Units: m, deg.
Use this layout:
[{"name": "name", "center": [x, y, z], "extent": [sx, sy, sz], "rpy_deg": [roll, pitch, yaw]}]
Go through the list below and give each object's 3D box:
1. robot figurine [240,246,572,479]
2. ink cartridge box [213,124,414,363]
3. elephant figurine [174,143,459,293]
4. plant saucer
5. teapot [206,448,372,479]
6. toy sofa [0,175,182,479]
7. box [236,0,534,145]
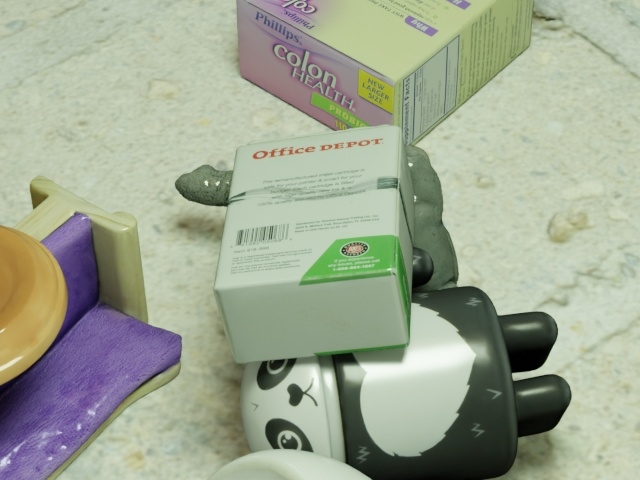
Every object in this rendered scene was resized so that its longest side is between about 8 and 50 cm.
[{"name": "robot figurine", "center": [0.070, 0.131, 1.673], "extent": [0.278, 0.173, 0.209], "rpy_deg": [-8, 32, -4]}, {"name": "ink cartridge box", "center": [0.000, 0.000, 1.645], "extent": [0.153, 0.087, 0.208], "rpy_deg": [-6, 37, 10]}, {"name": "elephant figurine", "center": [-0.002, 0.008, 1.820], "extent": [0.239, 0.169, 0.186], "rpy_deg": [-11, 14, -4]}, {"name": "plant saucer", "center": [-0.315, 0.050, 1.648], "extent": [0.200, 0.037, 0.200], "rpy_deg": [-3, 44, 3]}, {"name": "teapot", "center": [-0.001, 0.288, 1.520], "extent": [0.187, 0.252, 0.256], "rpy_deg": [21, 55, -39]}, {"name": "toy sofa", "center": [-0.290, 0.123, 1.708], "extent": [0.177, 0.150, 0.362], "rpy_deg": [28, 53, 26]}, {"name": "box", "center": [0.071, -0.231, 2.055], "extent": [0.213, 0.117, 0.243], "rpy_deg": [31, 54, 26]}]
